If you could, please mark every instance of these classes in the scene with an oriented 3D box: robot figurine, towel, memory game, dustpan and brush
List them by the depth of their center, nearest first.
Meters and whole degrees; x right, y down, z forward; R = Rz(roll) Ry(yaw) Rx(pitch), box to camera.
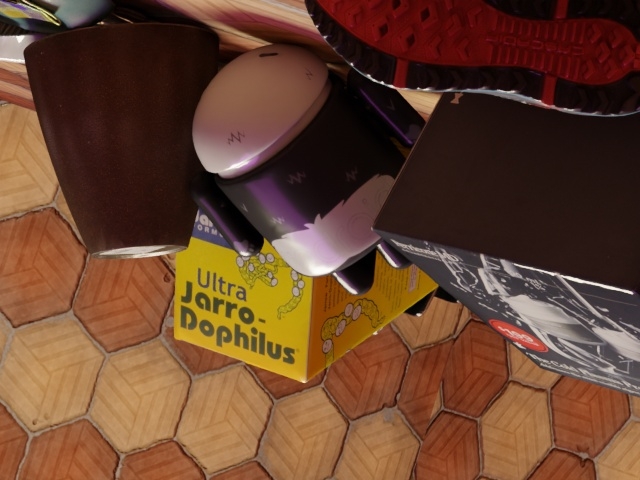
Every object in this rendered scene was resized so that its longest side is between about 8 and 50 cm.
[{"bbox_3d":[-0.308,-0.235,1.757,0.083,0.009,0.060,15,172,42],"label":"towel"},{"bbox_3d":[-0.010,-0.076,1.814,0.278,0.209,0.173,49,164,-21],"label":"robot figurine"},{"bbox_3d":[-0.255,-0.260,1.950,0.186,0.012,0.186,17,177,1],"label":"memory game"},{"bbox_3d":[-0.312,-0.236,1.969,0.211,0.060,0.147,17,-157,7],"label":"dustpan and brush"}]

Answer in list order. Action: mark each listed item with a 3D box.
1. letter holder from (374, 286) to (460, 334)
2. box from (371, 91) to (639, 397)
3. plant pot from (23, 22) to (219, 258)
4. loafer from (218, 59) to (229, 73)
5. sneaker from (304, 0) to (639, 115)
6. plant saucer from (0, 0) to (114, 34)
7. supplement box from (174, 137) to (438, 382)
[{"bbox_3d":[0.071,0.009,2.510,0.152,0.214,0.302,19,-170,-45],"label":"letter holder"},{"bbox_3d":[0.285,0.016,1.663,0.343,0.179,0.312,13,160,50],"label":"box"},{"bbox_3d":[-0.209,-0.100,1.894,0.215,0.231,0.215,-5,174,-1],"label":"plant pot"},{"bbox_3d":[-0.074,-0.139,2.007,0.319,0.111,0.112,12,151,52],"label":"loafer"},{"bbox_3d":[0.113,-0.136,1.208,0.261,0.104,0.125,17,179,4],"label":"sneaker"},{"bbox_3d":[-0.372,-0.281,1.809,0.317,0.044,0.317,19,174,2],"label":"plant saucer"},{"bbox_3d":[0.000,0.000,2.127,0.194,0.195,0.356,16,-154,27],"label":"supplement box"}]
